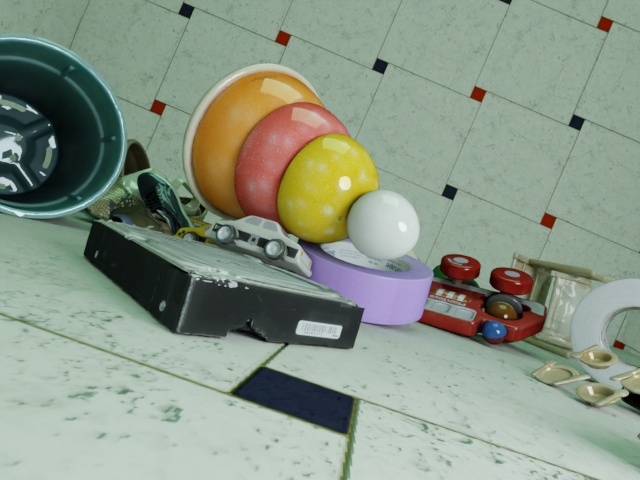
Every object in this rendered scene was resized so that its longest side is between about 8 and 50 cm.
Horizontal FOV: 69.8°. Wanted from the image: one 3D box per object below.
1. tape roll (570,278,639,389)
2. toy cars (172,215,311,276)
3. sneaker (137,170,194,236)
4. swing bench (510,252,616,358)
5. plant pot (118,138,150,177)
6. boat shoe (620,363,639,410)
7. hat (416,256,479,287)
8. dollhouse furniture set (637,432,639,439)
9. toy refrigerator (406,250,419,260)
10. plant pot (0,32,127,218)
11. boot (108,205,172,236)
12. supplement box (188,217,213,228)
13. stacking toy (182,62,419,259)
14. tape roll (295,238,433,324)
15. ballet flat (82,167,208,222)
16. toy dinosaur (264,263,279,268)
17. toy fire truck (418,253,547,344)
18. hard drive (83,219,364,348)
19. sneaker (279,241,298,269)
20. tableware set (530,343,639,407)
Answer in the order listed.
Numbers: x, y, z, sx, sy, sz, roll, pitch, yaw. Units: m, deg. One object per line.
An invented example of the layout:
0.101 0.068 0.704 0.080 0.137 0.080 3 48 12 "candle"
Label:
0.604 0.184 0.875 0.219 0.219 0.072 16 1 42 "tape roll"
-0.154 -0.001 0.891 0.176 0.087 0.393 30 -17 -29 "toy cars"
-0.405 -0.084 1.123 0.226 0.086 0.163 55 8 5 "sneaker"
0.688 0.194 1.373 0.165 0.253 0.254 17 0 -36 "swing bench"
-0.687 -0.186 1.455 0.229 0.263 0.263 -1 0 -2 "plant pot"
0.529 0.243 0.625 0.081 0.068 0.227 53 -10 -16 "boat shoe"
0.357 0.095 1.356 0.172 0.184 0.208 -23 -50 17 "hat"
0.402 0.208 0.380 0.181 0.101 0.161 17 24 -28 "dollhouse furniture set"
0.137 0.010 1.094 0.102 0.270 0.094 -29 8 39 "toy refrigerator"
-0.649 -0.220 0.986 0.341 0.341 0.334 17 -9 -43 "plant pot"
-0.414 -0.042 0.965 0.219 0.082 0.106 18 -2 37 "boot"
-0.280 0.002 1.300 0.233 0.080 0.078 19 3 24 "supplement box"
-0.014 -0.105 0.867 0.350 0.351 0.480 17 17 -48 "stacking toy"
0.079 0.069 0.915 0.274 0.090 0.275 12 12 -3 "tape roll"
-0.478 -0.120 1.349 0.164 0.182 0.483 48 7 13 "ballet flat"
-0.128 0.067 1.284 0.090 0.047 0.082 27 21 13 "toy dinosaur"
0.371 0.165 1.101 0.302 0.170 0.254 16 23 26 "toy fire truck"
-0.140 0.047 0.596 0.236 0.064 0.338 17 -1 -40 "hard drive"
-0.045 0.058 1.155 0.118 0.107 0.279 10 3 -37 "sneaker"
0.420 0.204 0.692 0.141 0.020 0.168 -14 10 -14 "tableware set"
